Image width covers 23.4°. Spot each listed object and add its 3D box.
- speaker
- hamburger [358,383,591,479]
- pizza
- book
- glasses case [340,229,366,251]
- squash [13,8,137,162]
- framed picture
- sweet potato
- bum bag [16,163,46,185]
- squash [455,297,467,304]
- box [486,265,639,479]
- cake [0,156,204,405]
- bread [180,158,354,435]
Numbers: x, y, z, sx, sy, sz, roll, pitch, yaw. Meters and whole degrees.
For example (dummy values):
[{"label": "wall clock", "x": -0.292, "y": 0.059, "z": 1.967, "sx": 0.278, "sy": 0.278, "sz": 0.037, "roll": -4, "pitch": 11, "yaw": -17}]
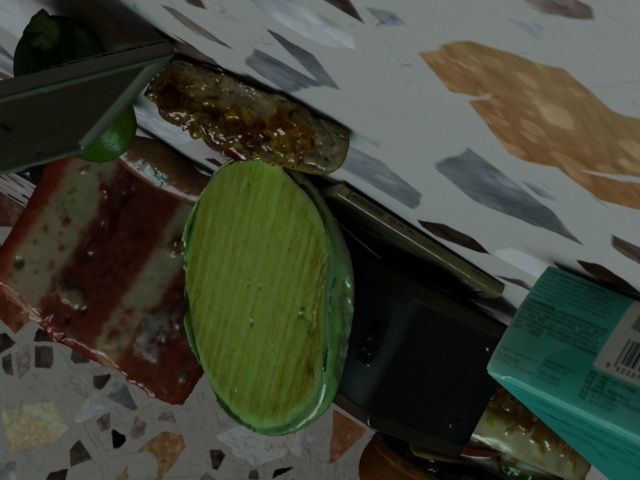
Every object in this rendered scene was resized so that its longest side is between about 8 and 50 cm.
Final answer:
[{"label": "speaker", "x": 0.063, "y": 0.105, "z": 1.655, "sx": 0.192, "sy": 0.153, "sz": 0.231, "roll": 25, "pitch": -177, "yaw": -42}, {"label": "hamburger", "x": 0.200, "y": 0.259, "z": 1.905, "sx": 0.291, "sy": 0.225, "sz": 0.291, "roll": 26, "pitch": -177, "yaw": -2}, {"label": "pizza", "x": -0.071, "y": -0.102, "z": 1.372, "sx": 0.246, "sy": 0.058, "sz": 0.127, "roll": 24, "pitch": 168, "yaw": 27}, {"label": "book", "x": 0.084, "y": 0.003, "z": 1.574, "sx": 0.199, "sy": 0.016, "sz": 0.138, "roll": 32, "pitch": 171, "yaw": -12}, {"label": "glasses case", "x": 0.000, "y": 0.000, "z": 1.760, "sx": 0.065, "sy": 0.041, "sz": 0.170, "roll": 21, "pitch": 166, "yaw": 44}, {"label": "squash", "x": -0.249, "y": -0.151, "z": 1.564, "sx": 0.101, "sy": 0.101, "sz": 0.378, "roll": 30, "pitch": 170, "yaw": 5}, {"label": "framed picture", "x": -0.316, "y": -0.087, "z": 1.361, "sx": 0.247, "sy": 0.335, "sz": 0.022, "roll": -34, "pitch": 77, "yaw": 58}, {"label": "sweet potato", "x": -0.176, "y": -0.081, "z": 1.861, "sx": 0.202, "sy": 0.058, "sz": 0.055, "roll": 28, "pitch": 129, "yaw": -9}, {"label": "bum bag", "x": -0.455, "y": -0.137, "z": 2.375, "sx": 0.310, "sy": 0.074, "sz": 0.137, "roll": 36, "pitch": -177, "yaw": 4}, {"label": "squash", "x": 0.176, "y": 0.128, "z": 1.778, "sx": 0.105, "sy": 0.105, "sz": 0.132, "roll": 23, "pitch": -178, "yaw": 41}, {"label": "box", "x": 0.311, "y": 0.160, "z": 1.370, "sx": 0.205, "sy": 0.118, "sz": 0.311, "roll": 26, "pitch": 170, "yaw": 42}, {"label": "cake", "x": -0.259, "y": 0.039, "z": 2.074, "sx": 0.320, "sy": 0.269, "sz": 0.270, "roll": 29, "pitch": 171, "yaw": 1}, {"label": "bread", "x": -0.060, "y": 0.056, "z": 1.611, "sx": 0.045, "sy": 0.301, "sz": 0.301, "roll": -4, "pitch": -165, "yaw": -37}]
